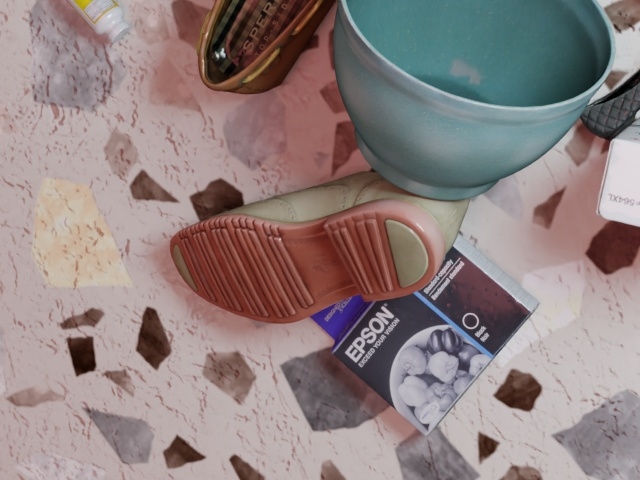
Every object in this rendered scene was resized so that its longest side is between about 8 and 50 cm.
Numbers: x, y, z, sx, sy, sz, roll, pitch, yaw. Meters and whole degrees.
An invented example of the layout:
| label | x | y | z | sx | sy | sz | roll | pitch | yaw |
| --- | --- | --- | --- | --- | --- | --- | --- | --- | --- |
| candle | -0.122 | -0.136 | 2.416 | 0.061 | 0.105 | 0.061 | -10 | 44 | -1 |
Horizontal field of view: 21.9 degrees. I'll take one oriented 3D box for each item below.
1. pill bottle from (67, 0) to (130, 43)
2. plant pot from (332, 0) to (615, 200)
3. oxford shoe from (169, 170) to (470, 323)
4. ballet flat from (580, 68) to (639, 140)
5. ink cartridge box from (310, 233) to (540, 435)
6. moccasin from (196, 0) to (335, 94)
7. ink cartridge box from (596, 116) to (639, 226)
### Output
| label | x | y | z | sx | sy | sz | roll | pitch | yaw |
| --- | --- | --- | --- | --- | --- | --- | --- | --- | --- |
| pill bottle | -0.266 | -0.276 | 1.983 | 0.043 | 0.043 | 0.083 | -43 | 86 | 22 |
| plant pot | 0.141 | -0.168 | 1.759 | 0.293 | 0.293 | 0.196 | 29 | 135 | 12 |
| oxford shoe | 0.000 | 0.000 | 1.911 | 0.397 | 0.146 | 0.140 | -3 | 119 | 37 |
| ballet flat | 0.346 | -0.179 | 1.780 | 0.049 | 0.057 | 0.173 | 38 | 112 | -6 |
| ink cartridge box | 0.111 | 0.084 | 1.926 | 0.208 | 0.045 | 0.206 | 41 | 111 | 9 |
| moccasin | -0.030 | -0.333 | 1.833 | 0.139 | 0.147 | 0.380 | 39 | 111 | 8 |
| ink cartridge box | 0.381 | -0.065 | 1.714 | 0.148 | 0.203 | 0.085 | 14 | 105 | 16 |
